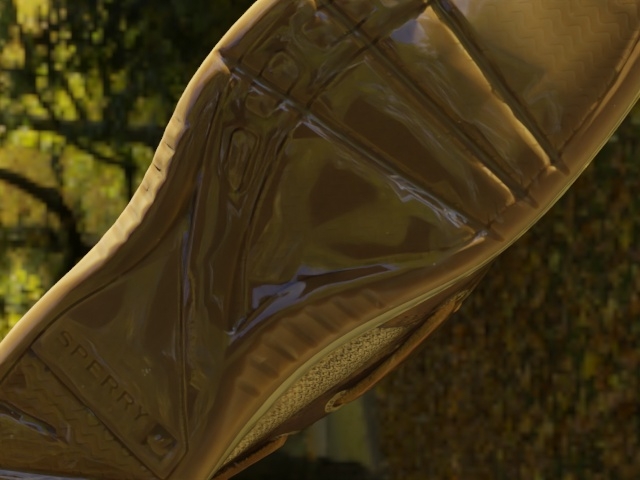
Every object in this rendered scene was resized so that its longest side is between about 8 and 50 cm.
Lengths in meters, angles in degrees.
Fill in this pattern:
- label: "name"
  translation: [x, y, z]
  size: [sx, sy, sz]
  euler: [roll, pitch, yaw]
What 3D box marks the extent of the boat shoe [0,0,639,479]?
- label: "boat shoe"
  translation: [0.000, 0.000, 0.556]
  size: [0.342, 0.123, 0.123]
  euler: [-48, -13, 12]
